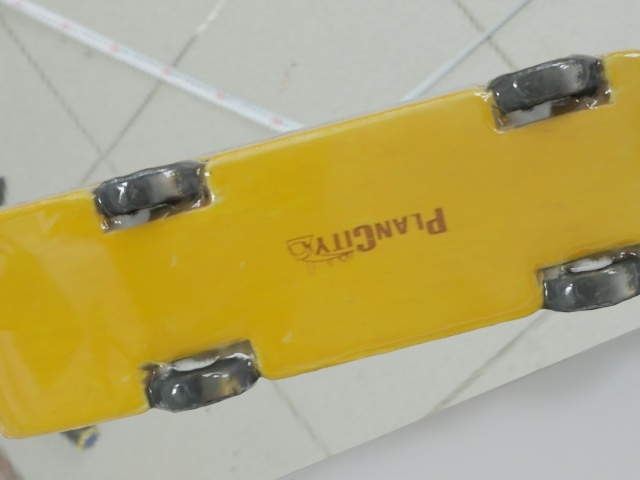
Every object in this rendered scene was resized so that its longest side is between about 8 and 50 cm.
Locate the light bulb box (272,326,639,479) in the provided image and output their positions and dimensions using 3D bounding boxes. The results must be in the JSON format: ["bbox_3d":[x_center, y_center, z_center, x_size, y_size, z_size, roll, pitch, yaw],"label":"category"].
[{"bbox_3d":[0.159,0.256,0.682,0.358,0.225,0.361,-23,125,6],"label":"light bulb box"}]

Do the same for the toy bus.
[{"bbox_3d":[0.000,0.000,0.675,0.333,0.130,0.108,-15,94,3],"label":"toy bus"}]
